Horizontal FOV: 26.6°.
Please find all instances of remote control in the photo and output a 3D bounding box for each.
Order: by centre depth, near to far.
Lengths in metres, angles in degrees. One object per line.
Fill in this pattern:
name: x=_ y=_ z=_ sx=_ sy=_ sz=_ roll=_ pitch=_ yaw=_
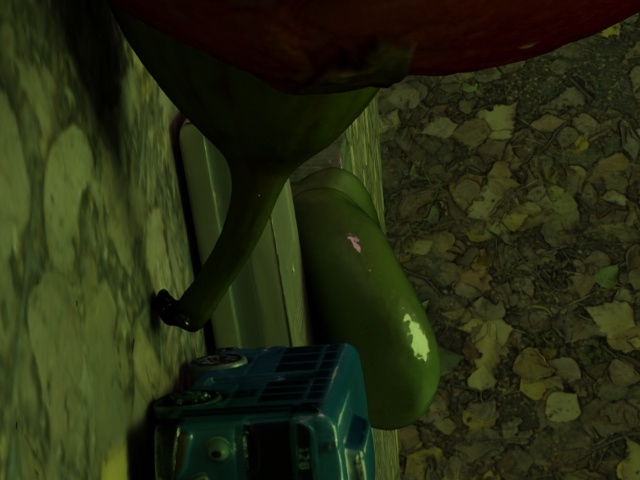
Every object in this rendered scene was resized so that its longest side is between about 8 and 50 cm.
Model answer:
remote control: x=-0.041 y=0.042 z=0.865 sx=0.103 sy=0.056 sz=0.277 roll=-81 pitch=163 yaw=-69

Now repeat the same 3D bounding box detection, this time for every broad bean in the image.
broad bean: x=0.016 y=0.042 z=0.974 sx=0.228 sy=0.100 sz=0.169 roll=-123 pitch=-164 yaw=-63

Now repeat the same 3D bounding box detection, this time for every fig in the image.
fig: x=-0.034 y=-0.066 z=0.626 sx=0.151 sy=0.151 sz=0.259 roll=-71 pitch=167 yaw=-77

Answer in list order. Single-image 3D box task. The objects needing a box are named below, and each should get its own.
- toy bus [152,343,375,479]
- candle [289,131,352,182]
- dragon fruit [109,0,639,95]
toy bus: x=-0.025 y=0.111 z=0.700 sx=0.184 sy=0.106 sz=0.090 roll=-56 pitch=142 yaw=-81
candle: x=0.000 y=0.000 z=1.248 sx=0.168 sy=0.068 sz=0.192 roll=47 pitch=41 yaw=-83
dragon fruit: x=0.013 y=-0.187 z=0.417 sx=0.343 sy=0.277 sz=0.277 roll=33 pitch=38 yaw=-30
